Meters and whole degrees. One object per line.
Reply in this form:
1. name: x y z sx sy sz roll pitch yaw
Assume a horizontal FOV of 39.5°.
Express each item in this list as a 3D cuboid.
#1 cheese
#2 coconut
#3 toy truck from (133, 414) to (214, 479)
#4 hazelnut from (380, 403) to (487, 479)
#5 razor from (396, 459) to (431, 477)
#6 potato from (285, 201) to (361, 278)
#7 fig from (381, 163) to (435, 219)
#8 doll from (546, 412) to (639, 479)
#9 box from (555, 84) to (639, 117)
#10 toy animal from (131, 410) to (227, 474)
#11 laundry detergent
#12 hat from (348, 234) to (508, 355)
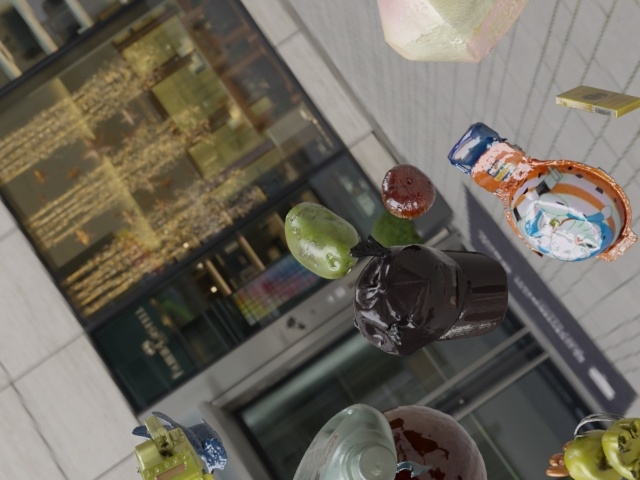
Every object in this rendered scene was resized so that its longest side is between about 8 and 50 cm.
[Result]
1. cheese: 0.359 -0.073 1.446 0.329 0.129 0.217 34 139 -4
2. coconut: 0.190 -0.369 1.287 0.233 0.245 0.233 36 -165 -12
3. toy truck: -0.262 0.412 1.572 0.157 0.124 0.272 69 167 -14
4. hazelnut: 0.187 0.568 1.931 0.353 0.421 0.421 38 177 6
5. razor: 0.122 0.458 1.746 0.066 0.190 0.033 0 -111 -52
6. potato: 0.000 0.000 2.146 0.186 0.148 0.253 33 178 -21
7. fig: 0.199 -0.090 1.888 0.153 0.119 0.119 36 -168 -43
8. doll: 0.516 0.395 1.656 0.135 0.143 0.221 58 152 -4
9. box: 0.578 -0.290 1.856 0.155 0.087 0.023 27 136 48
10. toy animal: -0.319 0.480 2.148 0.255 0.176 0.239 51 -161 29
11. laundry detergent: 0.054 0.395 1.562 0.125 0.264 0.398 27 157 -2
12. hat: 0.203 0.100 1.806 0.209 0.336 0.238 39 -136 -65
